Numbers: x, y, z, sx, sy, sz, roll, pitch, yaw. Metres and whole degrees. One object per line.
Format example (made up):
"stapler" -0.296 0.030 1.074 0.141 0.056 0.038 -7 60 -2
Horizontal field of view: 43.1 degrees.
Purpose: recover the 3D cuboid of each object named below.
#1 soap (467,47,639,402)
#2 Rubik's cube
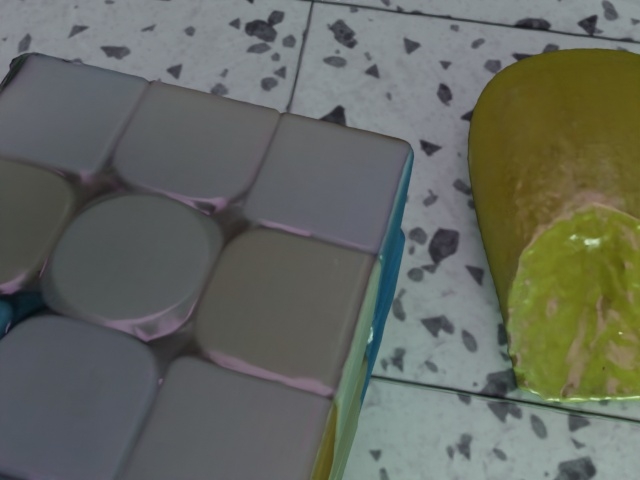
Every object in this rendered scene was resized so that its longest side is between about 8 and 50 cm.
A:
"soap" 0.324 -0.039 0.895 0.306 0.115 0.427 -6 66 2
"Rubik's cube" -0.134 0.104 0.690 0.346 0.344 0.347 16 59 9
